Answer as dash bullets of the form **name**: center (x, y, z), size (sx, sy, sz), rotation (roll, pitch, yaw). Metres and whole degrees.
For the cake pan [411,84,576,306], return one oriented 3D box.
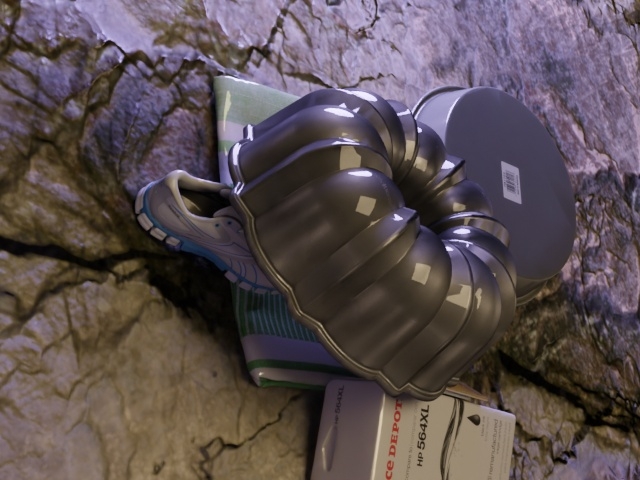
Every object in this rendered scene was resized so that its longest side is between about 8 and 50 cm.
- **cake pan**: center (0.220, -0.064, 1.558), size (0.293, 0.054, 0.293), rotation (19, 61, -38)

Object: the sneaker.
- **sneaker**: center (-0.078, -0.010, 1.188), size (0.190, 0.083, 0.071), rotation (24, 59, -20)

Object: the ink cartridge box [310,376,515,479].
- **ink cartridge box**: center (0.095, 0.229, 1.267), size (0.203, 0.086, 0.148), rotation (19, 75, -40)

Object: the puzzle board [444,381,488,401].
- **puzzle board**: center (0.096, 0.134, 1.274), size (0.128, 0.096, 0.011), rotation (19, 96, -37)

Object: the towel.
- **towel**: center (0.000, 0.000, 1.324), size (0.248, 0.038, 0.325), rotation (11, 66, -41)

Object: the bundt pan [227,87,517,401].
- **bundt pan**: center (0.070, -0.017, 1.211), size (0.331, 0.124, 0.331), rotation (36, 31, -26)
